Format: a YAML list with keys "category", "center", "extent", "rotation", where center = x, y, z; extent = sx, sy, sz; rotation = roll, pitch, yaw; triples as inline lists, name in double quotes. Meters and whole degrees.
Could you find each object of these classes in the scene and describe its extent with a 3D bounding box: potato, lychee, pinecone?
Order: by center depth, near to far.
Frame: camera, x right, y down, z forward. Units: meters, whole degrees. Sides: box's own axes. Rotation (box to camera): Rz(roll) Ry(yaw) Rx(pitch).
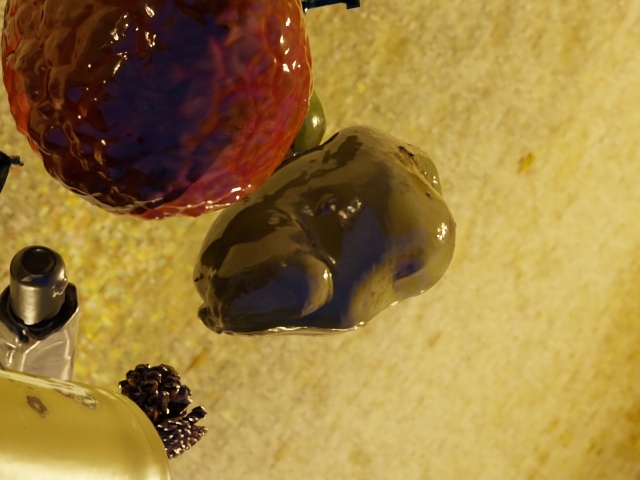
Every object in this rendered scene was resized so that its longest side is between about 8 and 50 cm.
- category: "lychee"
  center: [-0.122, -0.147, 1.043]
  extent: [0.255, 0.255, 0.300]
  rotation: [-66, 176, 26]
- category: "pinecone"
  center: [-0.132, 0.138, 1.085]
  extent: [0.077, 0.083, 0.077]
  rotation: [-23, 151, -13]
- category: "potato"
  center: [0.002, -0.001, 1.500]
  extent: [0.351, 0.218, 0.202]
  rotation: [-28, 147, -32]

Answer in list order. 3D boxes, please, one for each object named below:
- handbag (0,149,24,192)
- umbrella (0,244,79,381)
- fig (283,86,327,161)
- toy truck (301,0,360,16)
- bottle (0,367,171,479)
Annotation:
- category: "handbag"
  center: [-0.524, -0.177, 1.641]
  extent: [0.163, 0.325, 0.327]
  rotation: [-29, -170, -34]
- category: "umbrella"
  center: [-0.242, 0.121, 1.137]
  extent: [0.337, 0.067, 0.073]
  rotation: [107, 4, -48]
- category: "fig"
  center: [-0.090, -0.154, 1.662]
  extent: [0.181, 0.191, 0.181]
  rotation: [-32, 179, -1]
- category: "toy truck"
  center: [-0.012, -0.368, 1.533]
  extent: [0.110, 0.116, 0.216]
  rotation: [-14, 126, -10]
- category: "bottle"
  center: [-0.260, 0.144, 0.816]
  extent: [0.171, 0.171, 0.351]
  rotation: [-56, 144, 6]
